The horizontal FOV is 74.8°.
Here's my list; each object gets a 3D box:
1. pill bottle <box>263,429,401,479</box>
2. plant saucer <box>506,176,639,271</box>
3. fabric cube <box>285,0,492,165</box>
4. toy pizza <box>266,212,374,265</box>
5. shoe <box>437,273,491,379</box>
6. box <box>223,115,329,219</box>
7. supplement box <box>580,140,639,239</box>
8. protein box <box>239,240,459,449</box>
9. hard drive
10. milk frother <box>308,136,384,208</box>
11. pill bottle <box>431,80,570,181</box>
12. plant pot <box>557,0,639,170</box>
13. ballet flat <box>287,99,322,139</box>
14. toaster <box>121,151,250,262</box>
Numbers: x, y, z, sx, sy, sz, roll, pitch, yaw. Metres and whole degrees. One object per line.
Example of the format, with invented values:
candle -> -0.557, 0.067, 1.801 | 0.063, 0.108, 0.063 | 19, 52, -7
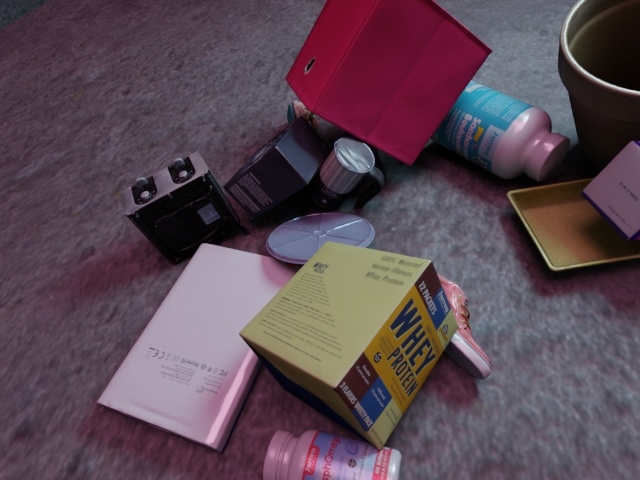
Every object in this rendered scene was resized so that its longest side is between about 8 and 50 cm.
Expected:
pill bottle -> 0.015, 0.288, 0.520 | 0.160, 0.087, 0.087 | 7, 51, 15
plant saucer -> 0.452, -0.023, 0.741 | 0.189, 0.045, 0.188 | -9, 49, 1
fabric cube -> 0.117, -0.353, 0.846 | 0.259, 0.258, 0.254 | 20, 27, -29
toy pizza -> 0.000, 0.000, 0.779 | 0.202, 0.032, 0.201 | -6, 26, 3
shoe -> 0.208, 0.123, 0.644 | 0.081, 0.063, 0.178 | -34, 48, -12
box -> -0.085, -0.146, 0.838 | 0.158, 0.093, 0.155 | -28, 23, 34
supplement box -> 0.562, -0.076, 0.672 | 0.220, 0.113, 0.111 | 0, 48, -25
protein box -> 0.041, 0.126, 0.582 | 0.200, 0.135, 0.201 | 11, 49, 48
hard drive -> -0.184, 0.153, 0.700 | 0.211, 0.040, 0.318 | 11, 53, 18
milk frother -> 0.058, -0.152, 0.851 | 0.129, 0.134, 0.143 | 13, 59, -20
pill bottle -> 0.358, -0.222, 0.859 | 0.146, 0.146, 0.264 | -34, 52, -19
plant pot -> 0.593, -0.267, 0.747 | 0.324, 0.280, 0.322 | -10, 58, 16
ballet flat -> -0.035, -0.253, 0.999 | 0.077, 0.091, 0.240 | 6, 51, -15
toaster -> -0.261, -0.060, 0.816 | 0.168, 0.185, 0.110 | -30, 49, -6
